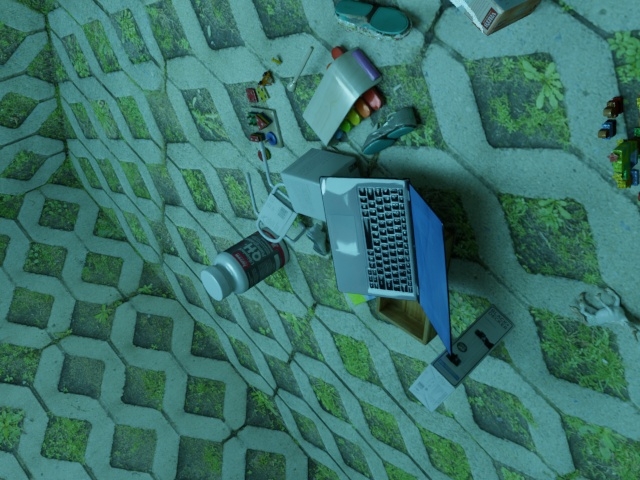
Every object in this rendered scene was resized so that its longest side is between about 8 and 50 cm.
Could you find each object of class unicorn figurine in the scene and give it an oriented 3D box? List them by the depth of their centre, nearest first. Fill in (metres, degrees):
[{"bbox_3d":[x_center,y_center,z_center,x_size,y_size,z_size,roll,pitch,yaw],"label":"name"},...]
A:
[{"bbox_3d":[0.647,0.165,1.362,0.111,0.060,0.162,57,164,-1],"label":"unicorn figurine"}]

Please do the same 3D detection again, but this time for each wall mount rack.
[{"bbox_3d":[-0.151,-0.152,2.057,0.304,0.130,0.350,40,147,2],"label":"wall mount rack"}]

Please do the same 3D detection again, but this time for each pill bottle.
[{"bbox_3d":[-0.291,0.095,2.303,0.176,0.318,0.176,32,140,32],"label":"pill bottle"}]

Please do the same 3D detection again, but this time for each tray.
[{"bbox_3d":[0.272,0.106,1.790,0.203,0.076,0.411,33,141,33],"label":"tray"}]

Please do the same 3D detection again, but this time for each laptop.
[{"bbox_3d":[0.163,0.054,1.580,0.408,0.236,0.382,5,121,26],"label":"laptop"}]

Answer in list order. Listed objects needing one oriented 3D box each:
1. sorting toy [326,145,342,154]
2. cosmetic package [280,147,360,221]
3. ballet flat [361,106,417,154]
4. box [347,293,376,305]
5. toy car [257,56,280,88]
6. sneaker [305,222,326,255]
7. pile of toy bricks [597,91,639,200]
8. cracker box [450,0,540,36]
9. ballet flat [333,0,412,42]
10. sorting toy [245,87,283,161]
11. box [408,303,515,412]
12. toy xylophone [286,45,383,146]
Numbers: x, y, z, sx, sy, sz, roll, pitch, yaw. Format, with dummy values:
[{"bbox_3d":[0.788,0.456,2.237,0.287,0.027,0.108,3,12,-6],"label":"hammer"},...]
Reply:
[{"bbox_3d":[0.044,-0.265,1.829,0.062,0.012,0.083,39,144,23],"label":"sorting toy"},{"bbox_3d":[0.009,-0.166,1.814,0.183,0.151,0.151,21,142,42],"label":"cosmetic package"},{"bbox_3d":[0.178,-0.291,1.592,0.213,0.072,0.068,-24,70,57],"label":"ballet flat"},{"bbox_3d":[0.143,0.150,2.028,0.109,0.042,0.178,57,148,-1],"label":"box"},{"bbox_3d":[-0.155,-0.505,1.851,0.040,0.060,0.122,28,158,-14],"label":"toy car"},{"bbox_3d":[0.000,0.000,2.086,0.053,0.061,0.152,24,155,30],"label":"sneaker"},{"bbox_3d":[0.570,-0.163,1.123,0.118,0.105,0.212,15,129,47],"label":"pile of toy bricks"},{"bbox_3d":[0.296,-0.507,1.144,0.232,0.155,0.067,50,147,12],"label":"cracker box"},{"bbox_3d":[0.133,-0.518,1.445,0.241,0.091,0.077,37,173,36],"label":"ballet flat"},{"bbox_3d":[-0.196,-0.381,2.018,0.132,0.046,0.274,20,132,43],"label":"sorting toy"},{"bbox_3d":[0.381,0.313,1.621,0.087,0.290,0.169,44,144,18],"label":"box"},{"bbox_3d":[0.031,-0.403,1.660,0.236,0.081,0.322,57,148,1],"label":"toy xylophone"}]
